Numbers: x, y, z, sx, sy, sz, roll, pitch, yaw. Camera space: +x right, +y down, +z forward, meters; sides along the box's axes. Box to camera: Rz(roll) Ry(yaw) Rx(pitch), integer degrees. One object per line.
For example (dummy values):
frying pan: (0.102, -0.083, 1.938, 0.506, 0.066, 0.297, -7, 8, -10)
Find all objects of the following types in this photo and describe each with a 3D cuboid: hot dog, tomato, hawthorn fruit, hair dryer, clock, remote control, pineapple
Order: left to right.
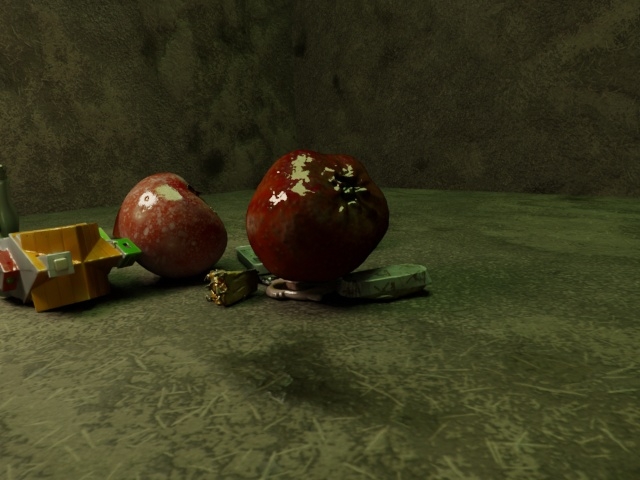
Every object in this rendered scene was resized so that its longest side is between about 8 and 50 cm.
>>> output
hair dryer: (-0.779, 0.020, 1.079, 0.118, 0.298, 0.296, 15, 48, 19)
clock: (-0.558, 0.051, 1.031, 0.309, 0.166, 0.235, -2, 8, 45)
tomato: (-0.364, -0.029, 1.152, 0.227, 0.270, 0.270, -40, 17, -5)
pineapple: (-0.185, 0.086, 0.985, 0.116, 0.069, 0.137, -7, 10, -14)
remote control: (-0.158, 0.046, 1.265, 0.103, 0.034, 0.250, -7, 12, -19)
hawthorn fruit: (-0.028, -0.025, 0.976, 0.287, 0.287, 0.330, -13, -20, -41)
hot dog: (0.127, 0.086, 0.945, 0.192, 0.053, 0.099, -10, 13, -13)

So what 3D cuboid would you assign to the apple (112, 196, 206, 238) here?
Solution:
apple: (-0.577, -0.065, 1.737, 0.329, 0.295, 0.365, -45, 21, -10)

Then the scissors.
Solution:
scissors: (-0.096, 0.091, 1.046, 0.317, 0.024, 0.160, 6, 14, 38)
